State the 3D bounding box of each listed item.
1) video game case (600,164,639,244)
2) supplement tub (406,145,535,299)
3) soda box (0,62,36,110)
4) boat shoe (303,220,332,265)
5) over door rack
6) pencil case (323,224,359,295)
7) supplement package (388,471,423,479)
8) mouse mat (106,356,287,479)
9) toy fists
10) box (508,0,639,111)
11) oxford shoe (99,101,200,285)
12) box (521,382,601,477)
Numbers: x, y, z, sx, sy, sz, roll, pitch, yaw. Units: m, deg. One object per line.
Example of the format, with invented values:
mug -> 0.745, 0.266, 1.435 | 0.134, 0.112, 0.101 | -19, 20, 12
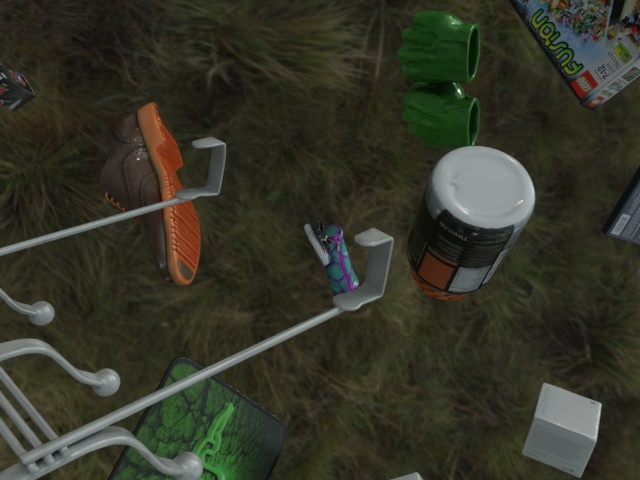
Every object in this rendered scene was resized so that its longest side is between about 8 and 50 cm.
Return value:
video game case -> 0.730, -0.072, 1.395 | 0.275, 0.026, 0.196 | 12, 114, -27
supplement tub -> 0.166, -0.011, 0.789 | 0.117, 0.117, 0.190 | -29, 156, -19
soda box -> -0.600, -0.293, 1.268 | 0.060, 0.169, 0.053 | -35, 92, -2
boat shoe -> 0.000, 0.000, 1.357 | 0.040, 0.142, 0.049 | -26, 123, 0
over door rack -> -0.135, 0.056, 0.517 | 0.324, 0.240, 0.108 | -32, 137, -33
pencil case -> 0.035, 0.045, 1.455 | 0.065, 0.070, 0.151 | -30, 120, -18
supplement package -> 0.073, 0.300, 0.624 | 0.105, 0.105, 0.179 | -20, 144, 8
mouse mat -> -0.112, 0.214, 0.579 | 0.153, 0.007, 0.189 | 42, 61, -32
toy fists -> 0.220, -0.294, 1.254 | 0.096, 0.142, 0.279 | -57, 149, -36
box -> 0.302, -0.266, 0.782 | 0.036, 0.206, 0.114 | 4, 144, -46
oxford shoe -> -0.299, -0.069, 1.168 | 0.133, 0.363, 0.130 | -20, 149, 3
box -> 0.399, 0.312, 1.116 | 0.101, 0.102, 0.087 | -43, 147, -54
